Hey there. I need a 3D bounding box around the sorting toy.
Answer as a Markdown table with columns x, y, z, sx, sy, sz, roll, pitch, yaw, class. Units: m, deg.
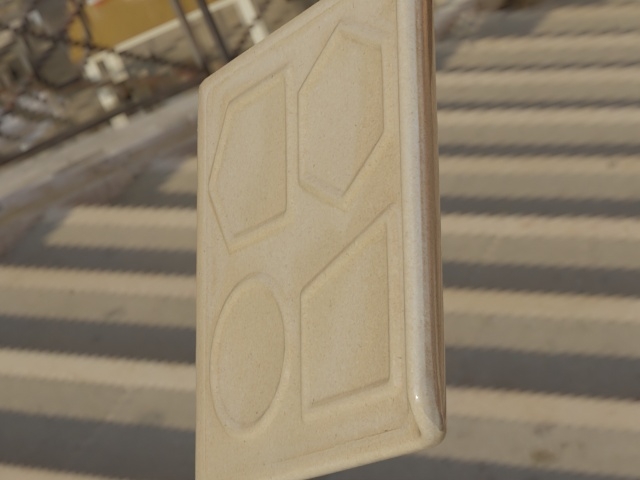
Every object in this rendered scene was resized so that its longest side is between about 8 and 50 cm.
| x | y | z | sx | sy | sz | roll | pitch | yaw | class |
| --- | --- | --- | --- | --- | --- | --- | --- | --- | --- |
| 0.000 | 0.000 | 0.695 | 0.208 | 0.038 | 0.193 | -29 | 58 | 59 | sorting toy |
